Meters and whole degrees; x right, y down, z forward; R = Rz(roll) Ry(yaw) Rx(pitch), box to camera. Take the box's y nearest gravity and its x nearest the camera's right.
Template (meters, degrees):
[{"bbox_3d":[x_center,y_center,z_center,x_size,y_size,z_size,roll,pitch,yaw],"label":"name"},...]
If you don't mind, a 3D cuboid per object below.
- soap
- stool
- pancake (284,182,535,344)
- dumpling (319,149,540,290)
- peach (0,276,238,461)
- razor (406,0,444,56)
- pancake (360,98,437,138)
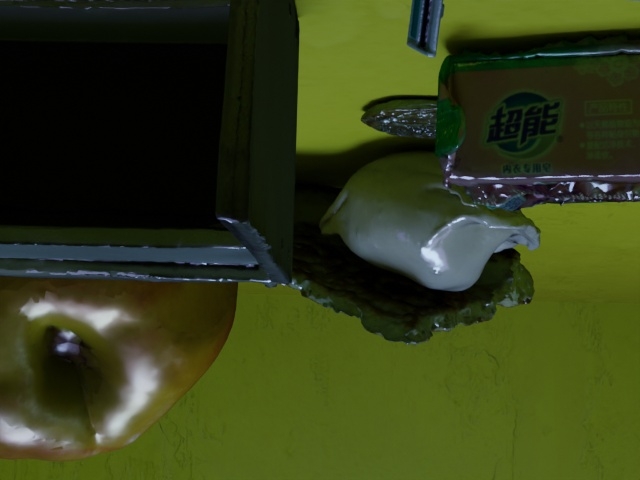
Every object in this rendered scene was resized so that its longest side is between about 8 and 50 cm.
[{"bbox_3d":[0.228,-0.072,0.830,0.273,0.098,0.218,0,173,18],"label":"soap"},{"bbox_3d":[-0.140,-0.072,0.633,0.243,0.170,0.270,1,173,2],"label":"stool"},{"bbox_3d":[0.003,-0.001,1.270,0.426,0.067,0.305,20,-161,17],"label":"pancake"},{"bbox_3d":[0.110,-0.019,1.153,0.162,0.132,0.250,4,178,-38],"label":"dumpling"},{"bbox_3d":[-0.225,0.015,0.987,0.288,0.289,0.308,5,-151,-27],"label":"peach"},{"bbox_3d":[0.141,-0.131,0.628,0.191,0.037,0.068,-1,132,-6],"label":"razor"},{"bbox_3d":[0.085,-0.098,0.991,0.108,0.017,0.108,2,170,0],"label":"pancake"}]
